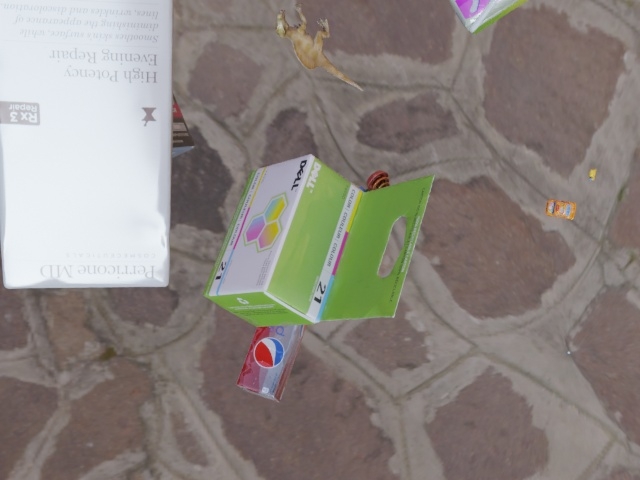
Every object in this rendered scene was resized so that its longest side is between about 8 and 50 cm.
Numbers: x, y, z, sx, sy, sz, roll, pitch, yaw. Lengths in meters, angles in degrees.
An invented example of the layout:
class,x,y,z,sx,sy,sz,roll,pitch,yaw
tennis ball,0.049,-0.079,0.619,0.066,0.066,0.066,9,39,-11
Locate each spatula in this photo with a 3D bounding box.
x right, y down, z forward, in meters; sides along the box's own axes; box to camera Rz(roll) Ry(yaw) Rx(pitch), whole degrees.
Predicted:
class,x,y,z,sx,sy,sz,roll,pitch,yaw
spatula,0.258,-0.347,1.023,0.019,0.168,0.242,36,125,-1

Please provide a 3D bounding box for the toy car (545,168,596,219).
class,x,y,z,sx,sy,sz,roll,pitch,yaw
toy car,0.480,-0.095,1.738,0.060,0.040,0.122,29,101,20

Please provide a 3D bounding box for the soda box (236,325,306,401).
class,x,y,z,sx,sy,sz,roll,pitch,yaw
soda box,-0.090,0.206,1.936,0.092,0.083,0.263,17,75,12

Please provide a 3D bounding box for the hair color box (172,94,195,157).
class,x,y,z,sx,sy,sz,roll,pitch,yaw
hair color box,-0.330,-0.284,1.298,0.113,0.185,0.374,-23,92,14

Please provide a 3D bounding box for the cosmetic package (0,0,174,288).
class,x,y,z,sx,sy,sz,roll,pitch,yaw
cosmetic package,-0.158,-0.085,0.614,0.117,0.085,0.231,-1,111,-10

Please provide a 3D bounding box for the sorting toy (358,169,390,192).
class,x,y,z,sx,sy,sz,roll,pitch,yaw
sorting toy,0.103,-0.088,1.747,0.042,0.061,0.102,53,137,27

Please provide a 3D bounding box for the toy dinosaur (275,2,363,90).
class,x,y,z,sx,sy,sz,roll,pitch,yaw
toy dinosaur,-0.015,-0.282,1.311,0.053,0.183,0.093,-25,50,33

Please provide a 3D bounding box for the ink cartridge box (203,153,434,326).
class,x,y,z,sx,sy,sz,roll,pitch,yaw
ink cartridge box,-0.005,-0.004,1.071,0.255,0.097,0.189,-10,54,50

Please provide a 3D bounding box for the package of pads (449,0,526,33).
class,x,y,z,sx,sy,sz,roll,pitch,yaw
package of pads,0.345,-0.561,1.667,0.296,0.101,0.229,-31,80,23
